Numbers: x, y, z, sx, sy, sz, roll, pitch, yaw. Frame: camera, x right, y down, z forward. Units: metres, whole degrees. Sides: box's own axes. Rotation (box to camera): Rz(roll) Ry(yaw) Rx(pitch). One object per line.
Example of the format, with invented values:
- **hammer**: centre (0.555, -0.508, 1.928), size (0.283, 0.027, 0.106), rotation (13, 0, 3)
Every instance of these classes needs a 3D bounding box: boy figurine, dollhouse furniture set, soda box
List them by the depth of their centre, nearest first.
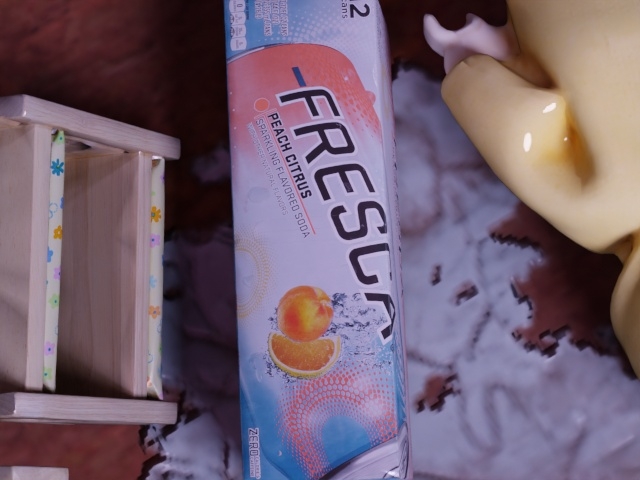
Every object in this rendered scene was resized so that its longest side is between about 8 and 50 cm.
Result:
- **boy figurine**: centre (0.133, -0.064, 0.613), size (0.177, 0.092, 0.285), rotation (-16, 81, 4)
- **soda box**: centre (0.000, 0.000, 0.634), size (0.058, 0.063, 0.183), rotation (-5, 81, 7)
- **dollhouse furniture set**: centre (-0.142, 0.050, 0.649), size (0.161, 0.101, 0.182), rotation (-4, 81, 32)
